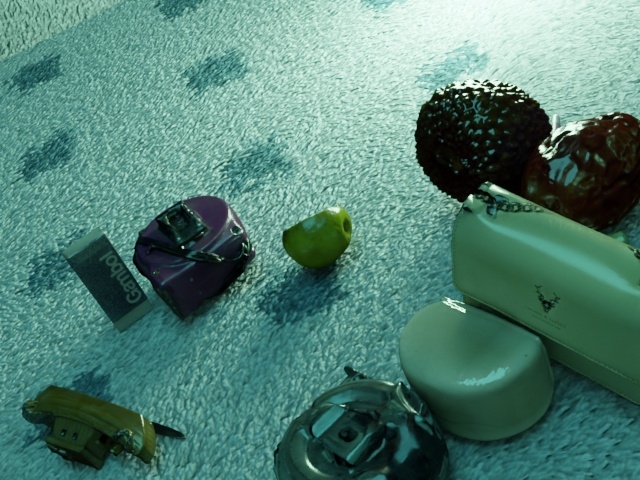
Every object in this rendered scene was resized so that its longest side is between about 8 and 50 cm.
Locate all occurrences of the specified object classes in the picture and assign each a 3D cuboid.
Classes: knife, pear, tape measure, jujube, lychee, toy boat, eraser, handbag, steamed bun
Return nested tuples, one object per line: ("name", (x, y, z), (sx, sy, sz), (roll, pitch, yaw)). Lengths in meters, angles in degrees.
("knife", (-0.305, 0.338, 2.032), (0.170, 0.010, 0.023), (8, 55, 36))
("pear", (0.000, 0.000, 2.169), (0.141, 0.104, 0.141), (-23, 1, 0))
("tape measure", (0.056, 0.329, 1.705), (0.256, 0.147, 0.275), (-44, 39, -20))
("jujube", (0.466, -0.121, 1.954), (0.197, 0.197, 0.290), (13, 37, 41))
("lychee", (0.318, -0.192, 2.103), (0.271, 0.271, 0.271), (-17, 38, 14))
("toy boat", (-0.420, 0.346, 2.030), (0.321, 0.089, 0.121), (10, 58, 39))
("tape measure", (-0.254, 0.021, 2.262), (0.231, 0.149, 0.245), (-40, 39, -14))
("eraser", (-0.424, 0.079, 2.246), (0.092, 0.212, 0.046), (-36, 36, -13))
("handbag", (0.378, 0.076, 1.682), (0.358, 0.237, 0.160), (28, 60, 34))
("steamed bun", (0.228, 0.206, 1.743), (0.164, 0.146, 0.241), (-43, 40, -22))

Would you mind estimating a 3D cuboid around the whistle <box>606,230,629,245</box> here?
("whistle", (0.396, 0.043, 1.905), (0.258, 0.067, 0.126), (-19, 39, 8))

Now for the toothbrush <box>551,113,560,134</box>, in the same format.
("toothbrush", (0.447, -0.149, 2.140), (0.025, 0.020, 0.286), (-16, 38, 25))
